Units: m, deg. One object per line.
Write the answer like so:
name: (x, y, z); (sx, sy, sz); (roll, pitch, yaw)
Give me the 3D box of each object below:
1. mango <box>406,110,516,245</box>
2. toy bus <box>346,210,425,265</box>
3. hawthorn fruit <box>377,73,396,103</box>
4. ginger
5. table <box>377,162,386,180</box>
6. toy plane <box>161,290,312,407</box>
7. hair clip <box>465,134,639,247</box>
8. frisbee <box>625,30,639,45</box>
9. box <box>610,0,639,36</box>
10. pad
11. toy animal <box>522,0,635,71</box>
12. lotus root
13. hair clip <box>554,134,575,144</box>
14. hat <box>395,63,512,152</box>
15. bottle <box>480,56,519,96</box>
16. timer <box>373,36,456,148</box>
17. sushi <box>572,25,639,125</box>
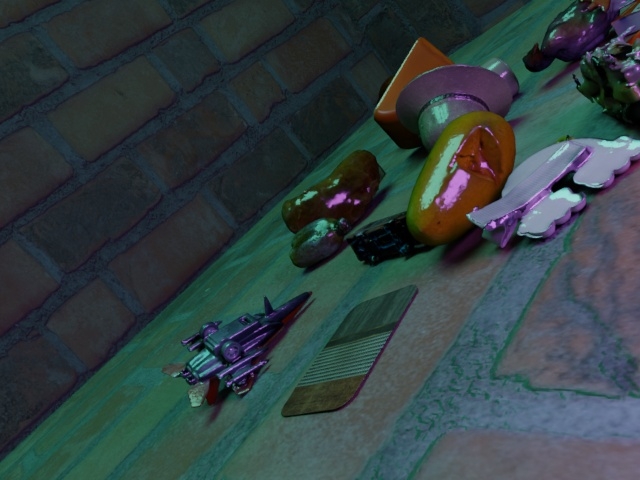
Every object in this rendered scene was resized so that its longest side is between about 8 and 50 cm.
mango: (0.219, -0.094, 0.848); (0.262, 0.130, 0.167); (-56, -23, -22)
toy bus: (0.137, -0.014, 1.012); (0.096, 0.073, 0.235); (-38, 9, -30)
hawthorn fruit: (0.320, -0.460, 1.808); (0.261, 0.224, 0.224); (-17, 15, 6)
ginger: (0.052, -0.111, 1.455); (0.321, 0.172, 0.165); (-37, -27, -15)
table: (0.146, -0.197, 1.675); (0.079, 0.062, 0.083); (-31, 15, 37)
toy plane: (-0.143, 0.183, 1.049); (0.326, 0.104, 0.223); (-40, 38, -21)
hair clip: (0.301, -0.077, 0.724); (0.220, 0.054, 0.140); (-40, 27, -1)
frisbee: (0.611, -0.361, 0.929); (0.192, 0.035, 0.192); (-37, 12, 9)
box: (0.768, -0.534, 1.062); (0.273, 0.048, 0.265); (-41, 12, -9)
pad: (-0.018, 0.164, 0.855); (0.323, 0.055, 0.250); (-5, 33, 39)
toy animal: (0.587, -0.494, 1.215); (0.298, 0.122, 0.185); (-37, -25, -14)
lotus root: (0.000, 0.000, 1.334); (0.192, 0.088, 0.113); (-31, 31, 32)
hair clip: (0.314, -0.082, 0.804); (0.188, 0.033, 0.060); (-46, 11, -3)
hat: (0.294, -0.252, 1.194); (0.257, 0.257, 0.130); (-26, 49, 47)
bottle: (0.379, -0.352, 1.401); (0.253, 0.120, 0.120); (-37, 12, 8)
timer: (0.284, -0.388, 1.534); (0.250, 0.161, 0.257); (-45, -27, 11)
sushi: (0.453, -0.240, 0.750); (0.139, 0.131, 0.291); (-37, 4, 21)
